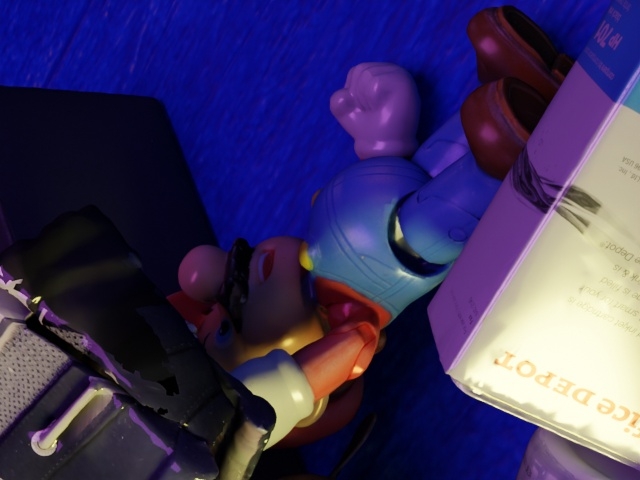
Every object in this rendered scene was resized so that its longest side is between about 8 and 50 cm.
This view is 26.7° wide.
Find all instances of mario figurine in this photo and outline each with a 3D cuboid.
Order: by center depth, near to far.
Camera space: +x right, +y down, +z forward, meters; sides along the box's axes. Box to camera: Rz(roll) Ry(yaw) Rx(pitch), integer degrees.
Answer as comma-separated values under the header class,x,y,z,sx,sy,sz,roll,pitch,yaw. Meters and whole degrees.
class,x,y,z,sx,sy,sz,roll,pitch,yaw
mario figurine,0.000,0.000,0.773,0.320,0.198,0.170,-45,75,30

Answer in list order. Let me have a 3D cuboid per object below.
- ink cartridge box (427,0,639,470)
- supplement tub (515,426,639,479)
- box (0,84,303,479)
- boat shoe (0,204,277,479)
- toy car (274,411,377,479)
class,x,y,z,sx,sy,sz,roll,pitch,yaw
ink cartridge box,0.157,-0.001,0.631,0.191,0.139,0.082,-60,16,19
supplement tub,0.137,0.196,0.695,0.117,0.117,0.190,28,110,39
box,-0.213,0.115,0.979,0.312,0.179,0.343,-37,67,38
boat shoe,-0.152,0.149,0.729,0.158,0.127,0.341,43,132,12
toy car,0.003,0.195,0.797,0.148,0.188,0.155,24,124,-2
